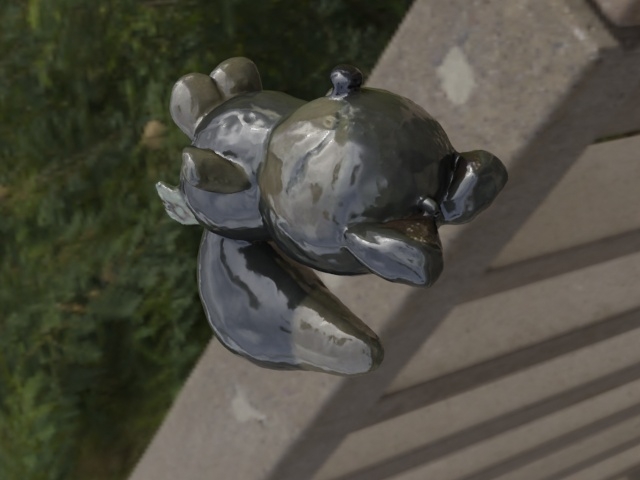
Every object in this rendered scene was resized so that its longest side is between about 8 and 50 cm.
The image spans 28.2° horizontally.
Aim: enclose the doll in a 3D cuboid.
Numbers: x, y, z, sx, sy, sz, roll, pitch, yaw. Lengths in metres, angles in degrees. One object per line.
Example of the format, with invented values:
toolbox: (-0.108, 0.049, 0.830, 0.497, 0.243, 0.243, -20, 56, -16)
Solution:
doll: (0.023, -0.017, 1.404, 0.382, 0.252, 0.378, 22, 144, 34)
